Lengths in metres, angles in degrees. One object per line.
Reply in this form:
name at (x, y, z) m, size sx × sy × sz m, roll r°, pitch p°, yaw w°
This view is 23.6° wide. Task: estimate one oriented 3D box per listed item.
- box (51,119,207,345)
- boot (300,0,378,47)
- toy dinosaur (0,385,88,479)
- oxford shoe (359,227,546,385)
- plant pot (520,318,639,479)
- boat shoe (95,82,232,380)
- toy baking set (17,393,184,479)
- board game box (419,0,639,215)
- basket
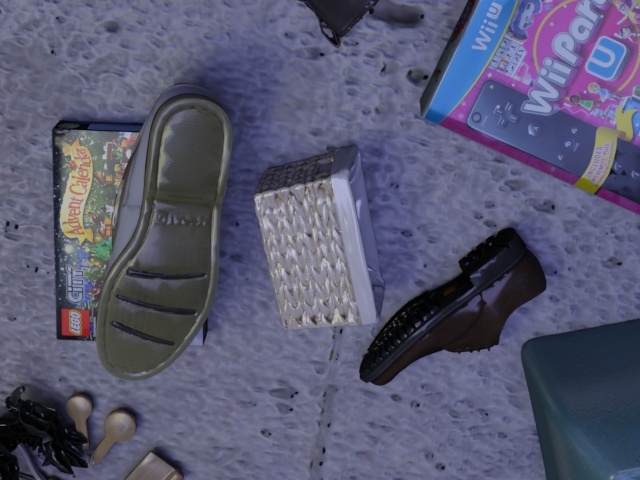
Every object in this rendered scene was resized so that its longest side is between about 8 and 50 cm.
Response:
box at (-0.198, -0.007, 1.612) m, size 0.159 × 0.044 × 0.233 m, roll 2°, pitch 107°, yaw 1°
boot at (0.007, -0.347, 1.489) m, size 0.229 × 0.091 × 0.263 m, roll 30°, pitch 110°, yaw -13°
toy dinosaur at (-0.390, 0.260, 1.631) m, size 0.218 × 0.164 × 0.322 m, roll -21°, pitch 124°, yaw 25°
oxford shoe at (0.141, 0.093, 1.613) m, size 0.227 × 0.083 × 0.096 m, roll -37°, pitch 107°, yaw 13°
plant pot at (0.357, 0.234, 1.560) m, size 0.248 × 0.252 × 0.247 m, roll -12°, pitch 106°, yaw 5°
boat shoe at (-0.154, -0.009, 1.532) m, size 0.113 × 0.103 × 0.302 m, roll 14°, pitch 106°, yaw -16°
toy baking set at (-0.282, 0.275, 1.713) m, size 0.256 × 0.030 × 0.196 m, roll -23°, pitch 102°, yaw 9°
board game box at (0.280, -0.164, 1.521) m, size 0.303 × 0.097 × 0.224 m, roll 24°, pitch 106°, yaw -4°
basket at (0.000, 0.000, 1.574) m, size 0.103 × 0.113 × 0.167 m, roll -8°, pitch 107°, yaw 9°
